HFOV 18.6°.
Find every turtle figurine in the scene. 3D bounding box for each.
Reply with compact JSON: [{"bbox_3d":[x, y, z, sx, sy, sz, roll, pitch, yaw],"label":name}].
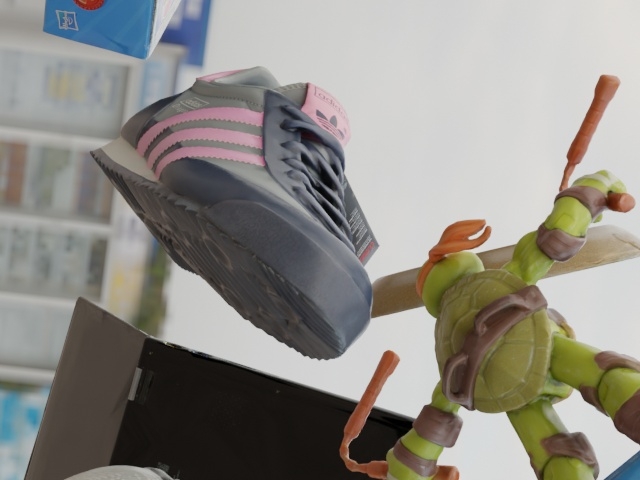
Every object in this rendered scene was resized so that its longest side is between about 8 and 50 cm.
[{"bbox_3d":[0.117,0.054,1.037,0.269,0.087,0.217,-54,-131,11],"label":"turtle figurine"}]

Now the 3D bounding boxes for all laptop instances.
[{"bbox_3d":[-0.129,0.286,1.800,0.236,0.408,0.382,11,95,-78],"label":"laptop"}]

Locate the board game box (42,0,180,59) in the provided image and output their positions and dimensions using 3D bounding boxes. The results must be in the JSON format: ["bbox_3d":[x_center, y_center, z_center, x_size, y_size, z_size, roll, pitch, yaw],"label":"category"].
[{"bbox_3d":[-0.113,-0.348,1.488,0.308,0.086,0.302,-70,173,-52],"label":"board game box"}]

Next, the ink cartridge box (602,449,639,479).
[{"bbox_3d":[0.202,0.342,1.326,0.395,0.285,0.166,-41,168,10],"label":"ink cartridge box"}]

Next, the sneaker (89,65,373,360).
[{"bbox_3d":[-0.029,-0.036,1.088,0.112,0.131,0.319,55,-9,-27],"label":"sneaker"}]

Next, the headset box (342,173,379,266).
[{"bbox_3d":[0.000,0.000,1.249,0.062,0.032,0.083,-52,134,-29],"label":"headset box"}]

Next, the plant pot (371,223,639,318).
[{"bbox_3d":[0.138,0.023,1.517,0.236,0.236,0.032,146,-69,-81],"label":"plant pot"}]

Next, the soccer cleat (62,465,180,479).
[{"bbox_3d":[-0.134,0.270,1.037,0.116,0.143,0.331,36,-51,55],"label":"soccer cleat"}]
